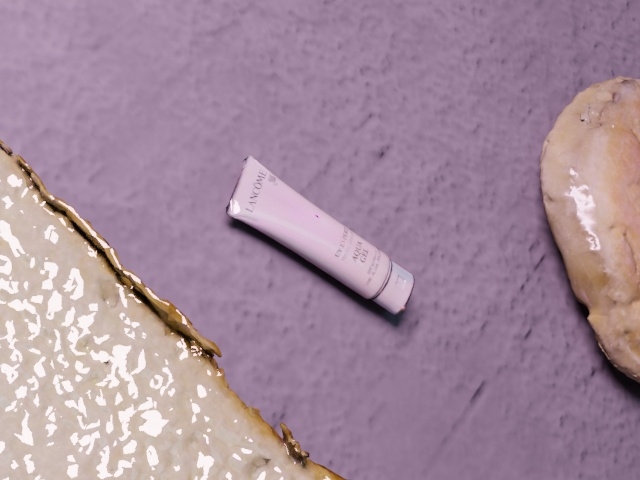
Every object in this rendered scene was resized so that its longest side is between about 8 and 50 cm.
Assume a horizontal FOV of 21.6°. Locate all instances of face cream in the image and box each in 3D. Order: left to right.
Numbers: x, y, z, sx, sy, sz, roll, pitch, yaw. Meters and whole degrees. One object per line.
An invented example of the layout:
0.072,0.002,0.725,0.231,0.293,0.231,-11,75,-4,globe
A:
0.000,0.000,0.866,0.115,0.020,0.038,34,56,-22,face cream

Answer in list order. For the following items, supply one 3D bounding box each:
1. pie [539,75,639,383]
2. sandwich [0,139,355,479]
0.215,0.007,1.018,0.218,0.052,0.185,39,50,-25,pie
-0.131,0.095,0.637,0.251,0.087,0.226,42,49,5,sandwich
